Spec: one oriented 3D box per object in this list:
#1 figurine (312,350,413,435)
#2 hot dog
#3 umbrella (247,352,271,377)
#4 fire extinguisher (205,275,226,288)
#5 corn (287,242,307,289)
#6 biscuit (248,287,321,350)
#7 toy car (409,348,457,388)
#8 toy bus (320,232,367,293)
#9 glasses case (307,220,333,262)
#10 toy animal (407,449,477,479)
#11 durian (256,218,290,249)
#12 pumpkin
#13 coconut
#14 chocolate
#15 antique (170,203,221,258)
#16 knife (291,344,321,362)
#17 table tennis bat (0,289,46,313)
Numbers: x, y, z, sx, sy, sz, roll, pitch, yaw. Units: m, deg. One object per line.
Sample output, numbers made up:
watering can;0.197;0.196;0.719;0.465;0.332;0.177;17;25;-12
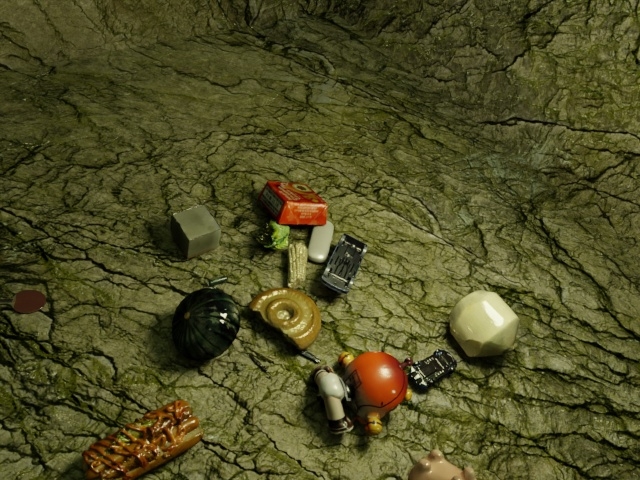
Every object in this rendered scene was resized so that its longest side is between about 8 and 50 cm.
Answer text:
figurine;0.151;0.487;1.860;0.323;0.196;0.320;-13;47;-14
hot dog;-0.514;0.588;1.616;0.349;0.117;0.158;-21;57;-31
umbrella;-0.211;0.430;1.926;0.022;0.013;0.122;-39;68;-16
fire extinguisher;-0.398;0.160;2.104;0.083;0.025;0.038;-16;79;-29
corn;-0.091;0.101;2.212;0.087;0.087;0.210;6;49;-12
biscuit;-0.117;0.266;2.038;0.274;0.091;0.213;27;45;17
toy car;0.414;0.474;2.045;0.216;0.063;0.103;-17;56;-36
toy bus;0.086;0.110;2.226;0.126;0.133;0.292;27;44;1
glasses case;0.000;0.000;2.347;0.092;0.059;0.233;14;47;-3
toy animal;0.400;0.798;1.652;0.237;0.269;0.326;-18;24;-31
durian;-0.188;-0.025;2.266;0.132;0.106;0.375;24;24;-8
pumpkin;-0.384;0.290;1.882;0.250;0.216;0.249;-14;45;14
coconut;0.632;0.334;2.124;0.245;0.245;0.247;-16;56;-28
chocolate;-0.113;-0.160;2.362;0.235;0.108;0.237;1;31;-32
antique;-0.489;-0.033;2.164;0.147;0.148;0.152;-22;59;-31
knife;-0.051;0.406;1.994;0.121;0.018;0.031;30;49;8
table tennis bat;-1.017;0.207;1.877;0.158;0.014;0.095;2;50;-19
